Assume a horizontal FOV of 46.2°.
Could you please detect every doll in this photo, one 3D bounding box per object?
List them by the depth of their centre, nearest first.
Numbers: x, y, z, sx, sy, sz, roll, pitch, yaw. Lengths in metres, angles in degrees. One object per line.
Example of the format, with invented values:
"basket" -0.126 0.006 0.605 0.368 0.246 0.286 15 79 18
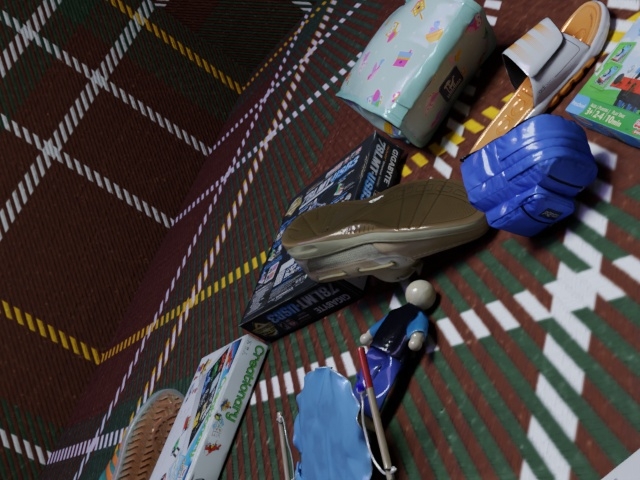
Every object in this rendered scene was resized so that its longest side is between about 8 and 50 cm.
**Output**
"doll" 0.082 0.130 0.893 0.189 0.046 0.129 -61 20 -12

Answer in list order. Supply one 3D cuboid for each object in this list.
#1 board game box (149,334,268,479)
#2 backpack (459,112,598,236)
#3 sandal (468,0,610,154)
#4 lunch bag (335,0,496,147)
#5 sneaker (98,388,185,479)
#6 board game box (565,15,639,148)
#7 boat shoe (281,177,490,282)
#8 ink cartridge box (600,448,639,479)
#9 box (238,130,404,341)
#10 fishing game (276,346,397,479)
"board game box" -0.201 0.321 1.273 0.193 0.053 0.305 -32 31 52
"backpack" 0.226 -0.067 0.782 0.120 0.097 0.101 -39 55 42
"sandal" 0.255 -0.200 0.945 0.265 0.076 0.102 -53 19 11
"lunch bag" 0.154 -0.273 1.193 0.223 0.160 0.262 -54 13 6
"sneaker" -0.352 0.419 1.406 0.121 0.108 0.302 -17 44 56
"board game box" 0.356 -0.191 0.741 0.212 0.039 0.160 -53 19 10
"boat shoe" 0.091 -0.002 0.978 0.302 0.098 0.109 -11 34 34
"ink cartridge box" 0.188 0.189 0.330 0.255 0.097 0.189 -35 18 -5
"box" 0.000 0.000 1.265 0.295 0.073 0.293 -33 29 50
"fishing game" 0.016 0.233 0.830 0.264 0.041 0.189 126 139 -50
